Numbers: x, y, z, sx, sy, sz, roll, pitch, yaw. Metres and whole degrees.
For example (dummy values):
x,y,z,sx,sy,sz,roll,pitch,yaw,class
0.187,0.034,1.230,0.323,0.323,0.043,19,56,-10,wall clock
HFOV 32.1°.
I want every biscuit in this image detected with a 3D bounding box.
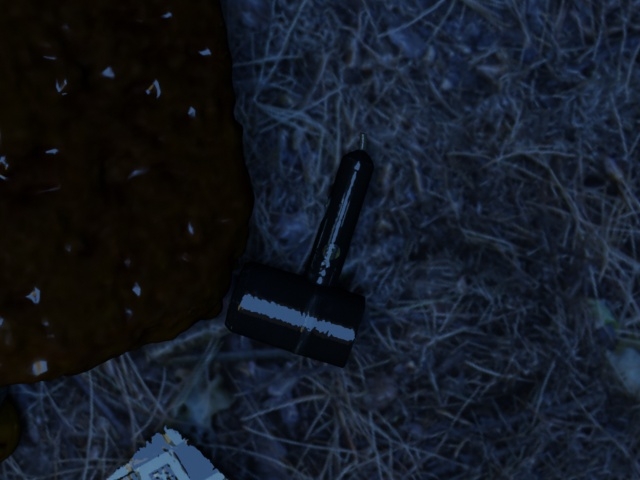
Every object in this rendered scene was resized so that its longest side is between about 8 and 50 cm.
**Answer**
x,y,z,sx,sy,sz,roll,pitch,yaw,class
-0.231,-0.088,0.917,0.342,0.166,0.395,-15,98,-38,biscuit

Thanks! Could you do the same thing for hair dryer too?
x,y,z,sx,sy,sz,roll,pitch,yaw,class
0.000,0.000,1.047,0.124,0.071,0.219,20,90,-1,hair dryer

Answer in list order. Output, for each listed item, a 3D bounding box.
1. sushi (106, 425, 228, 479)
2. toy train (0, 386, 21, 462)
x,y,z,sx,sy,sz,roll,pitch,yaw,class
-0.181,0.326,1.092,0.192,0.043,0.279,44,95,-4,sushi
-0.427,0.196,1.027,0.231,0.163,0.369,29,96,10,toy train
